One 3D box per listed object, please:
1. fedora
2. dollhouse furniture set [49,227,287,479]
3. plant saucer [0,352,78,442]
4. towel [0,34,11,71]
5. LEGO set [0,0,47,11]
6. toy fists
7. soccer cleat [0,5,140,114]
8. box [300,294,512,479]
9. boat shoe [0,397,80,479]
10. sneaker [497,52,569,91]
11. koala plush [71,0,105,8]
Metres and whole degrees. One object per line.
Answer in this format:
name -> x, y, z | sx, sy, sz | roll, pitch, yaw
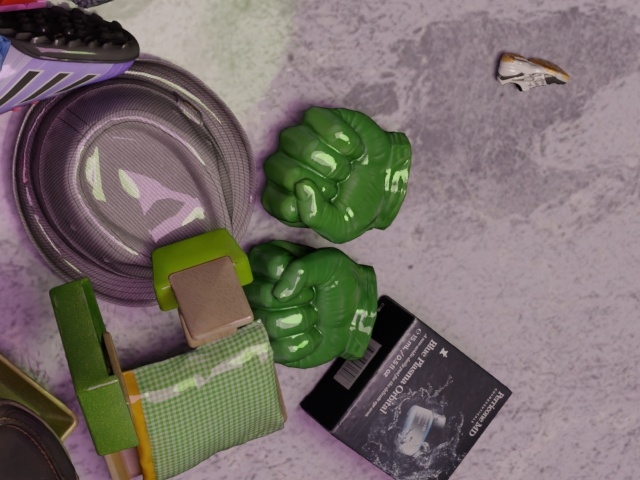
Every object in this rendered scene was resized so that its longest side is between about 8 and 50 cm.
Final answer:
fedora -> -0.170, -0.048, 1.949 | 0.243, 0.124, 0.275 | -41, 114, -7
dollhouse furniture set -> -0.129, 0.164, 1.938 | 0.197, 0.151, 0.301 | -19, 135, -6
plant saucer -> -0.373, 0.191, 1.975 | 0.188, 0.045, 0.188 | 43, 86, -25
towel -> -0.445, -0.076, 1.810 | 0.243, 0.040, 0.336 | 11, 123, -23
LEGO set -> -0.367, -0.265, 1.815 | 0.227, 0.093, 0.087 | -9, 67, -22
toy fists -> 0.000, 0.000, 2.046 | 0.142, 0.096, 0.279 | 9, 102, -22
soccer cleat -> -0.331, -0.156, 1.877 | 0.318, 0.108, 0.116 | -5, 118, -19
box -> 0.094, 0.172, 2.130 | 0.158, 0.093, 0.156 | 37, 88, -27
boat shoe -> -0.268, 0.304, 1.958 | 0.132, 0.130, 0.355 | -35, 130, -16
sneaker -> 0.229, -0.178, 2.129 | 0.083, 0.032, 0.037 | 12, 113, -19
koala plush -> -0.166, -0.353, 1.848 | 0.196, 0.203, 0.221 | -20, 98, -17
